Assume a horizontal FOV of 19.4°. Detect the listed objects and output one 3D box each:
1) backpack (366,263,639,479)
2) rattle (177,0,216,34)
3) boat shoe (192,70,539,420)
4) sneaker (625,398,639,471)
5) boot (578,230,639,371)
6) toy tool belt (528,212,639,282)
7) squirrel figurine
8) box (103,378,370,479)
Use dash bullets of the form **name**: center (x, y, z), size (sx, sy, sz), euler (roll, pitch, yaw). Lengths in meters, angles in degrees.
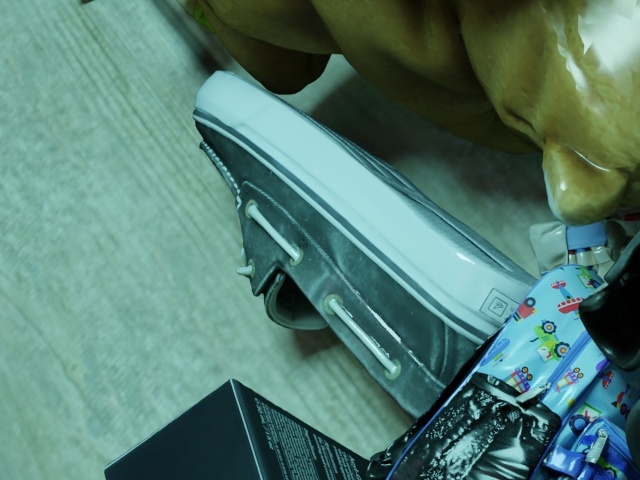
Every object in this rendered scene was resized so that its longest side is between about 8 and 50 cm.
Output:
- **backpack**: center (0.129, 0.109, 0.970), size (0.117, 0.158, 0.173), euler (26, 71, 36)
- **rattle**: center (-0.050, -0.251, 1.321), size (0.199, 0.143, 0.130), euler (-48, 51, 9)
- **boat shoe**: center (0.000, 0.000, 1.151), size (0.119, 0.121, 0.335), euler (-57, 41, 7)
- **sneaker**: center (0.283, 0.134, 0.863), size (0.145, 0.090, 0.270), euler (-33, 67, -29)
- **boot**: center (0.215, -0.026, 0.839), size (0.161, 0.246, 0.083), euler (-28, 69, -28)
- **toy tool belt**: center (0.160, 0.012, 1.075), size (0.083, 0.052, 0.051), euler (-5, 94, 40)
- **squirrel figurine**: center (0.079, -0.173, 1.002), size (0.281, 0.397, 0.370), euler (-40, 51, 0)
- **box**: center (0.003, 0.227, 0.973), size (0.103, 0.184, 0.261), euler (-37, 47, 20)
